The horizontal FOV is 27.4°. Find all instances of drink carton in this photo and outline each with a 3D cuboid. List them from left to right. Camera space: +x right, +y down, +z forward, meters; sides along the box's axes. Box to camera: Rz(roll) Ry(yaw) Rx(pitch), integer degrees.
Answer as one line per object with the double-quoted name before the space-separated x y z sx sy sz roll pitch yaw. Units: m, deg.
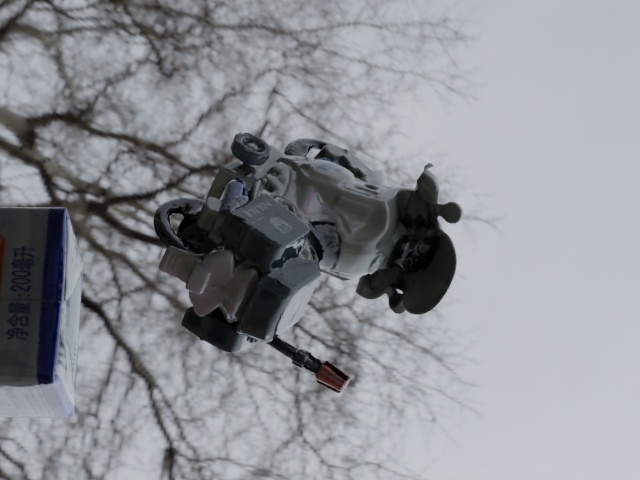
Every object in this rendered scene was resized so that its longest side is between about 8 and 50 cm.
"drink carton" -0.326 0.048 0.893 0.315 0.106 0.130 2 -113 -4

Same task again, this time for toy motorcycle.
"toy motorcycle" 0.000 0.000 0.792 0.150 0.221 0.102 37 -58 14
